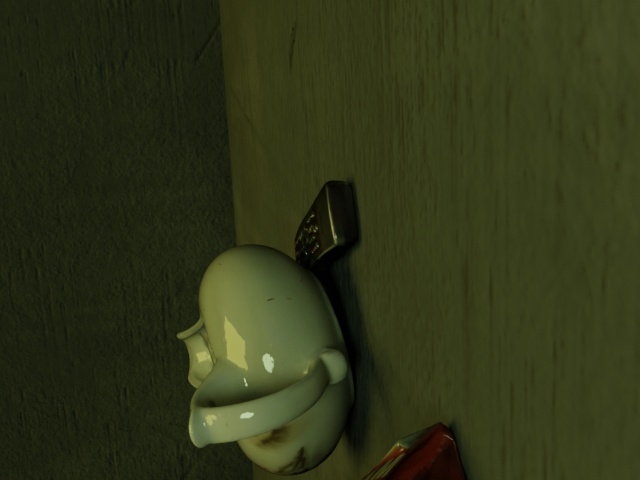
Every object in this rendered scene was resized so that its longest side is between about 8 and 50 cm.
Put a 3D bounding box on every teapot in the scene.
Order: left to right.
[{"bbox_3d":[-0.054,0.105,0.654,0.298,0.140,0.204,168,89,-77],"label":"teapot"}]

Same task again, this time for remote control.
[{"bbox_3d":[0.000,0.000,0.674,0.212,0.028,0.059,126,135,-75],"label":"remote control"}]

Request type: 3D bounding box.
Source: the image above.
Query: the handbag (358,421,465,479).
[{"bbox_3d":[0.011,0.244,0.365,0.171,0.151,0.298,113,180,-54],"label":"handbag"}]
